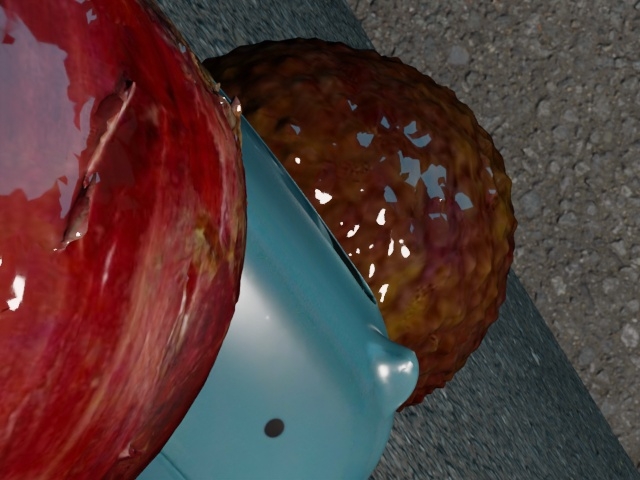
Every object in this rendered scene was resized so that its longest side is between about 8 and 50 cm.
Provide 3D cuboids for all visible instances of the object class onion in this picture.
[{"bbox_3d":[-0.156,-0.016,0.532,0.276,0.276,0.276,54,13,-19],"label":"onion"}]

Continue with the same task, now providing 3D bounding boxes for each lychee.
[{"bbox_3d":[0.000,0.000,1.111,0.260,0.261,0.260,54,13,-19],"label":"lychee"}]

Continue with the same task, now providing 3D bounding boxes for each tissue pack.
[{"bbox_3d":[-0.093,0.021,0.830,0.287,0.206,0.198,54,12,-24],"label":"tissue pack"}]
